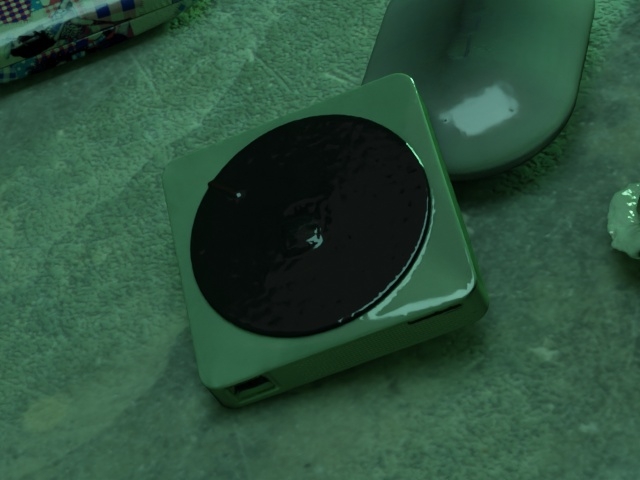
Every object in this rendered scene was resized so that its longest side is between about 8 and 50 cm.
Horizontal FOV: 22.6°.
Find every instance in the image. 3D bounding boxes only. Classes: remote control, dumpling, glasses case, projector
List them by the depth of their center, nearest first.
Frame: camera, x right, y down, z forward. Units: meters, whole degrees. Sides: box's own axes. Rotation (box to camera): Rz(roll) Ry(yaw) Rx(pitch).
[{"bbox_3d":[0.341,-0.039,1.429,0.188,0.108,0.127,-27,20,6],"label":"dumpling"},{"bbox_3d":[0.000,0.000,1.450,0.257,0.079,0.259,-20,56,9],"label":"projector"},{"bbox_3d":[0.155,-0.185,1.601,0.221,0.103,0.332,-1,47,23],"label":"remote control"},{"bbox_3d":[-0.284,-0.258,1.790,0.327,0.076,0.125,-22,45,-10],"label":"glasses case"}]
